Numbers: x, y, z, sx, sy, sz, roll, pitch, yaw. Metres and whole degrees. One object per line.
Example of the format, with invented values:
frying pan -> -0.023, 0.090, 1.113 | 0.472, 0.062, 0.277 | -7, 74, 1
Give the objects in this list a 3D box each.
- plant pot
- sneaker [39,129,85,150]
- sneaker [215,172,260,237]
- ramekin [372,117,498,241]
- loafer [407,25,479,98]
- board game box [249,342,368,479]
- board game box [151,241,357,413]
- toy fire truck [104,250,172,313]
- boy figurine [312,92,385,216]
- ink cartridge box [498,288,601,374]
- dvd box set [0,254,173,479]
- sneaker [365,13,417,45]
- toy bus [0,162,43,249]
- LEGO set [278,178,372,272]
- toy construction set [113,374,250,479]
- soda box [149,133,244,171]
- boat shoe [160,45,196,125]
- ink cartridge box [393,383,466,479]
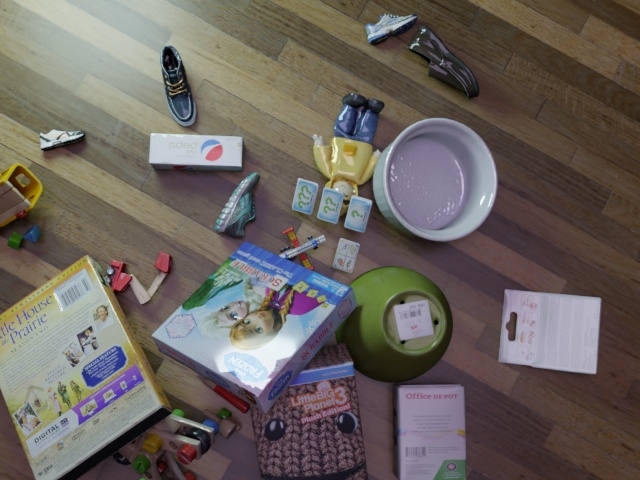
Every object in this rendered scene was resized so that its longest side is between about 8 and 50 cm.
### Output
plant pot -> 0.176, 0.180, 1.801 | 0.274, 0.293, 0.275 | 0, 83, -3
sneaker -> -0.607, -0.244, 1.932 | 0.109, 0.040, 0.044 | -14, 82, -5
sneaker -> -0.179, -0.079, 1.936 | 0.076, 0.065, 0.167 | 31, 86, -16
ramekin -> 0.255, -0.133, 1.900 | 0.277, 0.135, 0.278 | 1, 88, -15
loafer -> 0.295, -0.417, 1.993 | 0.078, 0.080, 0.220 | -42, 82, 3
board game box -> -0.031, 0.398, 1.802 | 0.231, 0.141, 0.291 | -9, 101, -4
board game box -> -0.141, 0.171, 1.764 | 0.318, 0.066, 0.318 | 21, 55, 33
toy fire truck -> -0.431, 0.106, 1.897 | 0.135, 0.047, 0.192 | 18, 82, -1
boy figurine -> 0.060, -0.199, 1.940 | 0.177, 0.092, 0.285 | 18, 80, -11
ink cartridge box -> 0.543, 0.215, 1.952 | 0.224, 0.056, 0.181 | 5, 83, 16
dvd box set -> -0.534, 0.277, 1.766 | 0.307, 0.062, 0.420 | -35, 61, -1
sneaker -> 0.171, -0.530, 2.006 | 0.135, 0.052, 0.058 | -24, 81, -6
toy bus -> -0.729, -0.093, 1.874 | 0.202, 0.191, 0.104 | 13, 39, -2
LEGO set -> 0.000, 0.000, 1.891 | 0.182, 0.060, 0.244 | 18, 112, 9
toy construction set -> -0.339, 0.415, 1.800 | 0.237, 0.257, 0.309 | 35, 62, 13
soda box -> -0.288, -0.205, 1.932 | 0.216, 0.069, 0.074 | 2, 83, -4
boat shoe -> -0.341, -0.363, 1.939 | 0.065, 0.083, 0.184 | -16, 85, -5
ink cartridge box -> 0.246, 0.433, 1.877 | 0.154, 0.093, 0.213 | 0, 85, -4
